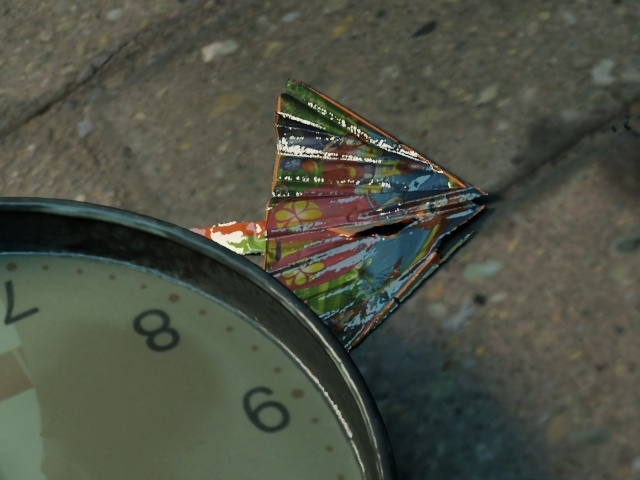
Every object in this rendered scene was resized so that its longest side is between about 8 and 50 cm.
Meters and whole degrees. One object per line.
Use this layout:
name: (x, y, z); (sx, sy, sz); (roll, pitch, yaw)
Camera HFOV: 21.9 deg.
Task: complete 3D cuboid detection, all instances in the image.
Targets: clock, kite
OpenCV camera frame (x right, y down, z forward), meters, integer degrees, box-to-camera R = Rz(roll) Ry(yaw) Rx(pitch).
clock: (-0.150, 0.136, 0.722); (0.386, 0.076, 0.386); (0, 48, 0)
kite: (0.000, 0.000, 0.882); (0.183, 0.014, 0.241); (-5, 56, 21)
